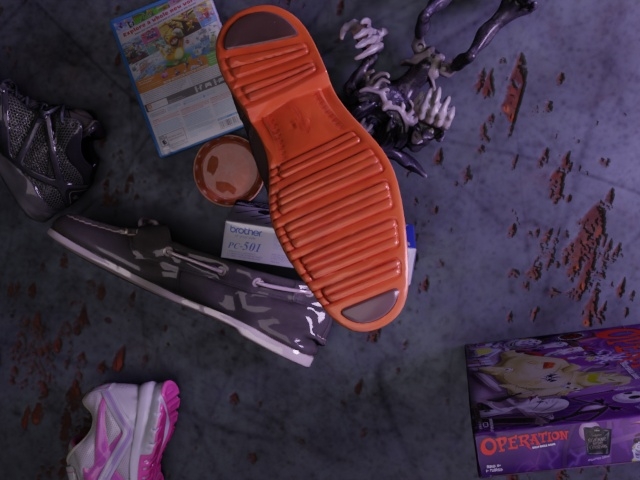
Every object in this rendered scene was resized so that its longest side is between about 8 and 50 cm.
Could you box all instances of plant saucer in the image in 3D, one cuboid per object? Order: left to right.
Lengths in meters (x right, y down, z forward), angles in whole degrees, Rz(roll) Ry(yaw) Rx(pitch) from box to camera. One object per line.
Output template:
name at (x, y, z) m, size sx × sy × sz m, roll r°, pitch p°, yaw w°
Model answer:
plant saucer at (-0.104, -0.080, 1.277) m, size 0.084 × 0.013 × 0.083 m, roll 1°, pitch 100°, yaw 5°

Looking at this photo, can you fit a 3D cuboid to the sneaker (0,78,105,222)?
sneaker at (-0.329, -0.145, 1.254) m, size 0.130 × 0.087 × 0.227 m, roll -32°, pitch 98°, yaw 8°

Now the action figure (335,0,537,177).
action figure at (0.093, -0.177, 1.176) m, size 0.164 × 0.141 × 0.275 m, roll 41°, pitch 101°, yaw 12°

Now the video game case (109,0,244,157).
video game case at (-0.155, -0.191, 1.255) m, size 0.119 × 0.015 × 0.166 m, roll -20°, pitch 93°, yaw 9°

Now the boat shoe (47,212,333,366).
boat shoe at (-0.139, 0.032, 1.262) m, size 0.335 × 0.112 × 0.095 m, roll 27°, pitch 84°, yaw -5°

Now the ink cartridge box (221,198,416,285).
ink cartridge box at (0.000, 0.000, 1.232) m, size 0.207 × 0.097 × 0.046 m, roll 9°, pitch 107°, yaw 0°

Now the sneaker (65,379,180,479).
sneaker at (-0.246, 0.276, 1.318) m, size 0.111 × 0.103 × 0.252 m, roll 13°, pitch 95°, yaw 8°

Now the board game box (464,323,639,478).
board game box at (0.252, 0.150, 1.113) m, size 0.208 × 0.347 × 0.056 m, roll -4°, pitch 97°, yaw 6°

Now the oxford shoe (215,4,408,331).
oxford shoe at (0.000, -0.067, 1.155) m, size 0.130 × 0.132 × 0.363 m, roll -19°, pitch 71°, yaw -3°
